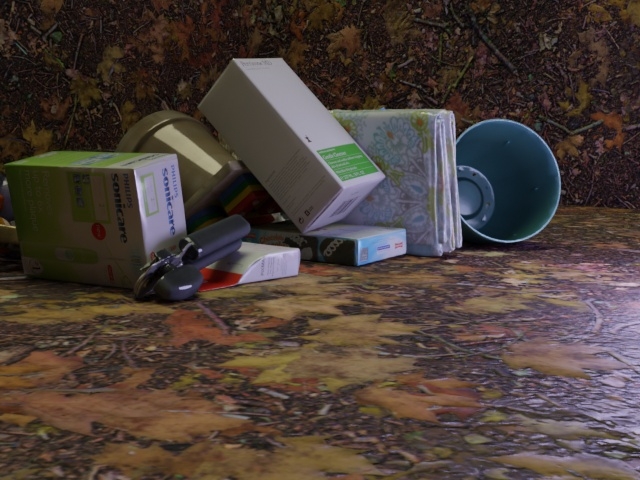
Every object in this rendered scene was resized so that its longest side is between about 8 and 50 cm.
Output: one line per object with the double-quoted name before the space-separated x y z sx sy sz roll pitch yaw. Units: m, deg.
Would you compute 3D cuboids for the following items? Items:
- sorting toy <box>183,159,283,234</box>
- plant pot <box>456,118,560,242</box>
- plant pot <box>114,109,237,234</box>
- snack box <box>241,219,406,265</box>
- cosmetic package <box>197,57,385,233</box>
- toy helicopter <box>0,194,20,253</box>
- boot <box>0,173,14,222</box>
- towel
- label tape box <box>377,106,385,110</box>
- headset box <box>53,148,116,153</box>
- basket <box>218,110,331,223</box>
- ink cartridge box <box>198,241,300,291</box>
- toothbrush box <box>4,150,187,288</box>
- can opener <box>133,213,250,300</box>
"sorting toy" -0.180 -0.075 1.832 0.255 0.089 0.257 -39 -15 32
"plant pot" 0.395 -0.123 1.977 0.293 0.293 0.235 -1 -8 -15
"plant pot" -0.325 -0.141 2.062 0.280 0.323 0.323 25 20 35
"snack box" 0.000 0.000 1.747 0.322 0.060 0.187 6 10 37
"cosmetic package" -0.063 -0.209 1.721 0.155 0.365 0.197 -46 -12 31
"toy helicopter" -0.548 0.001 1.579 0.355 0.140 0.235 9 -6 -21
"boot" -0.663 -0.030 1.758 0.223 0.118 0.338 23 -25 -28
"towel" 0.131 -0.132 1.795 0.374 0.320 0.090 5 18 33
"label tape box" 0.156 -0.186 1.994 0.115 0.249 0.348 -28 3 -15
"headset box" -0.612 -0.156 2.341 0.293 0.218 0.110 -5 10 -44
"basket" -0.083 -0.185 2.226 0.331 0.328 0.266 -7 6 -44
"ink cartridge box" -0.181 0.040 1.440 0.189 0.066 0.232 7 5 41
"toothbrush box" -0.378 -0.040 1.375 0.283 0.206 0.122 5 19 25
"can opener" -0.201 0.034 1.321 0.093 0.074 0.280 40 31 8
